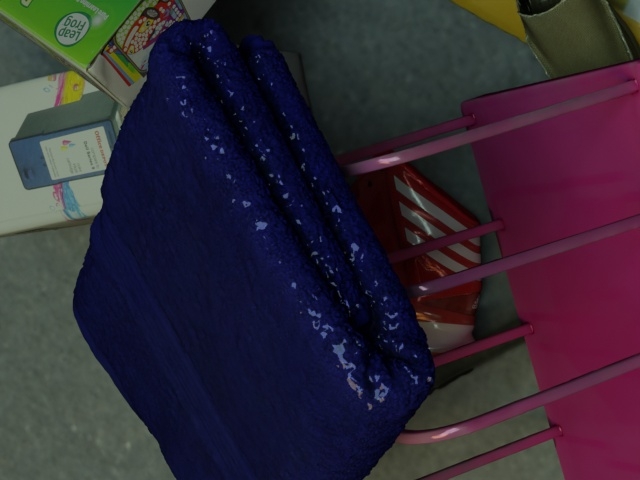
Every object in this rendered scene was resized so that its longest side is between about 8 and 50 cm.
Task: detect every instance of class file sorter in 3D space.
[{"bbox_3d":[0.100,0.072,0.906,0.182,0.202,0.290,-18,95,-21],"label":"file sorter"}]

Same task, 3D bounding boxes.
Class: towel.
[{"bbox_3d":[-0.041,0.044,0.884,0.227,0.076,0.308,58,153,16],"label":"towel"}]

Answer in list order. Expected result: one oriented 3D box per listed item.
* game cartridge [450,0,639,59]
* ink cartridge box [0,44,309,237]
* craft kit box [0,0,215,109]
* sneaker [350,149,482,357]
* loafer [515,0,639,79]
[{"bbox_3d":[0.157,-0.274,0.944,0.285,0.053,0.323,31,117,16],"label":"game cartridge"},{"bbox_3d":[-0.127,-0.060,1.051,0.212,0.154,0.093,-8,91,23],"label":"ink cartridge box"},{"bbox_3d":[-0.127,-0.236,0.999,0.250,0.061,0.246,36,83,35],"label":"craft kit box"},{"bbox_3d":[0.000,0.000,1.060,0.221,0.087,0.128,9,90,10],"label":"sneaker"},{"bbox_3d":[0.138,-0.126,0.939,0.056,0.050,0.148,-27,91,29],"label":"loafer"}]
